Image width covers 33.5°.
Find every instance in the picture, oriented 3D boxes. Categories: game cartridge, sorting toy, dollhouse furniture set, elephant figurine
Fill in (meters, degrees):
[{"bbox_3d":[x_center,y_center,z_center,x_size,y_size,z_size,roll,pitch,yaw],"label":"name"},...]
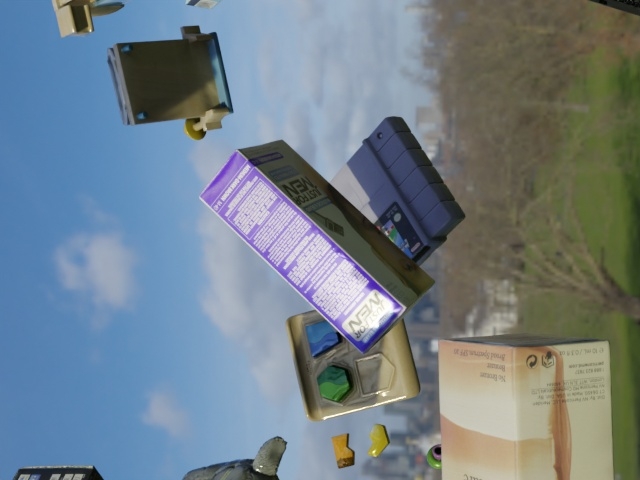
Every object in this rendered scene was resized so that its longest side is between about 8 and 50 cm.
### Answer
[{"bbox_3d":[0.082,-0.019,1.880,0.355,0.068,0.230,-48,59,38],"label":"game cartridge"},{"bbox_3d":[0.068,0.265,2.023,0.041,0.229,0.307,26,-131,-71],"label":"sorting toy"},{"bbox_3d":[-0.331,-0.287,1.701,0.286,0.198,0.303,-17,-86,-44],"label":"dollhouse furniture set"},{"bbox_3d":[-0.076,0.386,1.317,0.239,0.186,0.169,50,-136,-27],"label":"elephant figurine"},{"bbox_3d":[0.244,0.382,1.958,0.042,0.102,0.061,75,-169,-45],"label":"sorting toy"}]

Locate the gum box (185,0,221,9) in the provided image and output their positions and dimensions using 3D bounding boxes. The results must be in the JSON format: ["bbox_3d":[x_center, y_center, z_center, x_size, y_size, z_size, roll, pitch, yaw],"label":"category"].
[{"bbox_3d":[-0.127,-0.411,1.380,0.157,0.041,0.184,170,104,-65],"label":"gum box"}]

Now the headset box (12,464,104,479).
[{"bbox_3d":[-0.344,0.492,1.462,0.246,0.131,0.283,-72,-33,-44],"label":"headset box"}]

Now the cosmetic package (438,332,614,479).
[{"bbox_3d":[0.215,0.249,1.120,0.153,0.129,0.296,-7,85,64],"label":"cosmetic package"}]

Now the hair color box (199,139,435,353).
[{"bbox_3d":[0.000,0.000,1.605,0.110,0.339,0.185,-48,-7,21],"label":"hair color box"}]

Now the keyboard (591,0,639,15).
[{"bbox_3d":[0.463,-0.424,1.720,0.038,0.192,0.100,114,169,-55],"label":"keyboard"}]
